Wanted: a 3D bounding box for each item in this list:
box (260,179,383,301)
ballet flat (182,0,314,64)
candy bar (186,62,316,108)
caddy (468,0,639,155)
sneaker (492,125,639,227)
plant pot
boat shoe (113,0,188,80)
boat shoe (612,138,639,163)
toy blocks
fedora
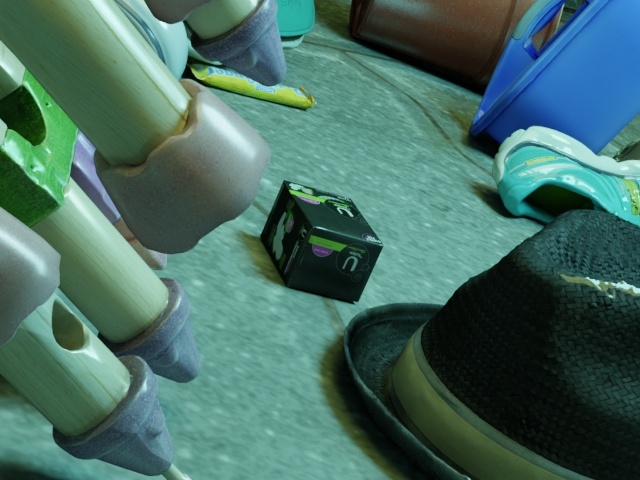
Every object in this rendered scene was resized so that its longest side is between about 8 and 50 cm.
[{"bbox_3d":[0.000,0.000,0.960,0.062,0.052,0.083,14,22,-24],"label":"box"},{"bbox_3d":[-0.131,-0.254,1.400,0.139,0.139,0.400,30,15,15],"label":"ballet flat"},{"bbox_3d":[-0.075,-0.165,1.364,0.161,0.018,0.040,9,24,-36],"label":"candy bar"},{"bbox_3d":[0.328,-0.232,1.582,0.179,0.341,0.241,43,19,-1],"label":"caddy"},{"bbox_3d":[0.312,-0.027,1.392,0.275,0.107,0.110,17,39,-9],"label":"sneaker"},{"bbox_3d":[0.195,-0.370,1.904,0.265,0.272,0.272,13,21,-10],"label":"plant pot"},{"bbox_3d":[-0.279,-0.140,0.847,0.367,0.136,0.156,18,39,12],"label":"boat shoe"},{"bbox_3d":[0.405,-0.092,1.633,0.095,0.095,0.257,29,19,12],"label":"boat shoe"},{"bbox_3d":[-0.151,-0.016,0.647,0.260,0.309,0.288,52,17,-31],"label":"toy blocks"},{"bbox_3d":[0.185,0.073,0.837,0.334,0.152,0.334,22,19,-8],"label":"fedora"}]
